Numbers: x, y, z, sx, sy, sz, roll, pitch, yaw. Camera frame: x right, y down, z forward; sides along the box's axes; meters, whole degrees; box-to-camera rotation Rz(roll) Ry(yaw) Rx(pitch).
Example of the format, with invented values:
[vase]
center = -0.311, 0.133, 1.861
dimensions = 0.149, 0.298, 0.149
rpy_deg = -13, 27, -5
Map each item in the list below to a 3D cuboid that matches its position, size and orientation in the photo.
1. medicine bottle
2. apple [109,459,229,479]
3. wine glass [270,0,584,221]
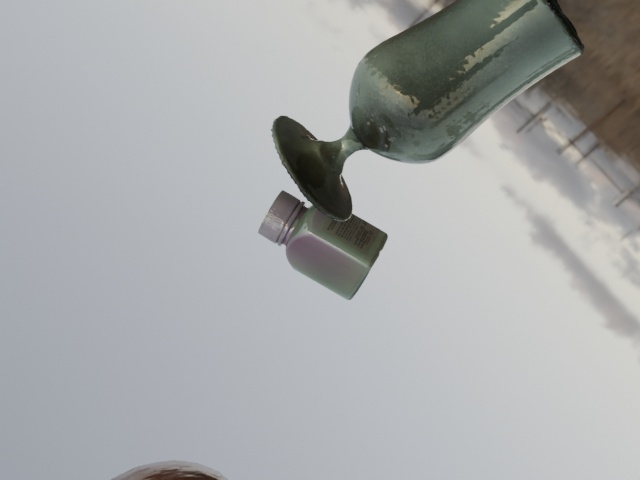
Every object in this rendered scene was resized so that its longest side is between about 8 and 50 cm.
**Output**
[medicine bottle]
center = 0.000, 0.000, 1.003
dimensions = 0.118, 0.074, 0.055
rpy_deg = 29, -125, 3
[apple]
center = -0.172, 0.384, 1.064
dimensions = 0.309, 0.250, 0.277
rpy_deg = 143, 107, -72
[wine glass]
center = 0.081, -0.116, 0.763
dimensions = 0.103, 0.231, 0.103
rpy_deg = 43, -154, -27
